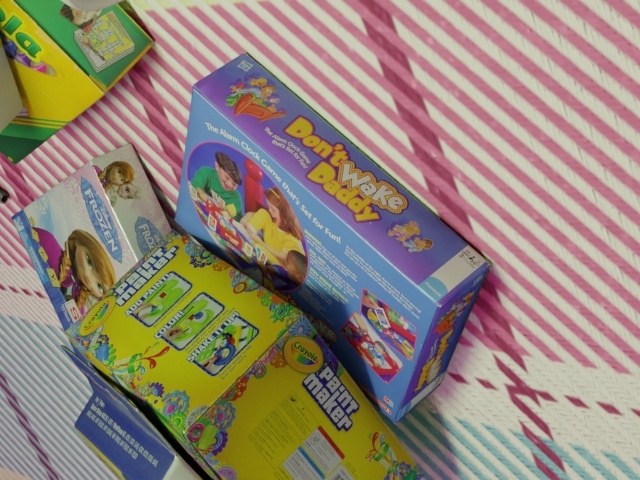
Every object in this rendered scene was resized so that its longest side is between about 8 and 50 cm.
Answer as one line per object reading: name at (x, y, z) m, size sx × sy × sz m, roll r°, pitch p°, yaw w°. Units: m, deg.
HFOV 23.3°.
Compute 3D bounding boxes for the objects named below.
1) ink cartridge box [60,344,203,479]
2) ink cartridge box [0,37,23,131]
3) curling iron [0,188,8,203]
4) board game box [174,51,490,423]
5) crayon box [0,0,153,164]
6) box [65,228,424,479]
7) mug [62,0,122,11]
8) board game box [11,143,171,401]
ink cartridge box at (-0.173, 0.272, 1.733) m, size 0.307 × 0.072 × 0.303 m, roll 48°, pitch 168°, yaw -23°
ink cartridge box at (-0.481, -0.205, 1.673) m, size 0.198 × 0.197 × 0.270 m, roll 24°, pitch 147°, yaw 24°
curling iron at (-0.558, -0.119, 2.299) m, size 0.274 × 0.035 × 0.068 m, roll 34°, pitch 145°, yaw 30°
board game box at (0.000, 0.000, 1.621) m, size 0.347 × 0.078 × 0.233 m, roll 42°, pitch 148°, yaw 18°
crayon box at (-0.404, -0.282, 1.790) m, size 0.363 × 0.106 × 0.313 m, roll 46°, pitch 152°, yaw -12°
box at (-0.085, 0.181, 1.712) m, size 0.279 × 0.177 × 0.290 m, roll 29°, pitch 160°, yaw 50°
mug at (-0.224, -0.438, 1.307) m, size 0.328 × 0.276 × 0.374 m, roll 38°, pitch 110°, yaw 9°
board game box at (-0.260, 0.066, 2.009) m, size 0.318 × 0.066 × 0.319 m, roll -25°, pitch 91°, yaw 59°
